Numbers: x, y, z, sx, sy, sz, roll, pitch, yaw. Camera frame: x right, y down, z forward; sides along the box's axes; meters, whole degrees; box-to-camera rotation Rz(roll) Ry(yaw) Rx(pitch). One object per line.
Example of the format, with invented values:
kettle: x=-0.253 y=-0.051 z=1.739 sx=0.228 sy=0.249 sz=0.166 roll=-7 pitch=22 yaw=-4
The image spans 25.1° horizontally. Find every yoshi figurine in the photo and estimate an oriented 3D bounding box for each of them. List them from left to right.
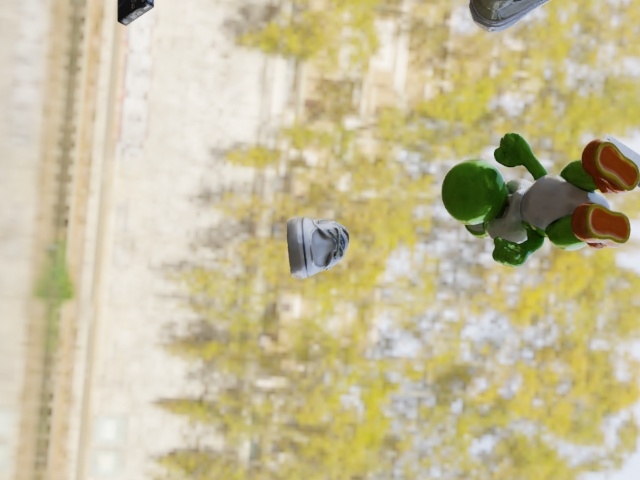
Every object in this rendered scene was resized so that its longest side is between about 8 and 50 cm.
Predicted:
yoshi figurine: x=0.320 y=-0.066 z=2.289 sx=0.362 sy=0.203 sz=0.203 roll=-8 pitch=-71 yaw=58

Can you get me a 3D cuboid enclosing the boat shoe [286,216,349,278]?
boat shoe: x=0.000 y=0.000 z=1.998 sx=0.226 sy=0.076 sz=0.083 roll=-63 pitch=147 yaw=-78

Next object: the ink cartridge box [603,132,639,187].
ink cartridge box: x=0.579 y=-0.151 z=2.735 sx=0.029 sy=0.115 sz=0.063 roll=-56 pitch=-179 yaw=38

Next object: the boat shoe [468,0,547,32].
boat shoe: x=0.353 y=-0.419 z=2.157 sx=0.109 sy=0.302 sz=0.094 roll=49 pitch=-15 yaw=4

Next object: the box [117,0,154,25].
box: x=-0.282 y=-0.377 z=2.188 sx=0.067 sy=0.018 sz=0.083 roll=-25 pitch=-124 yaw=36
